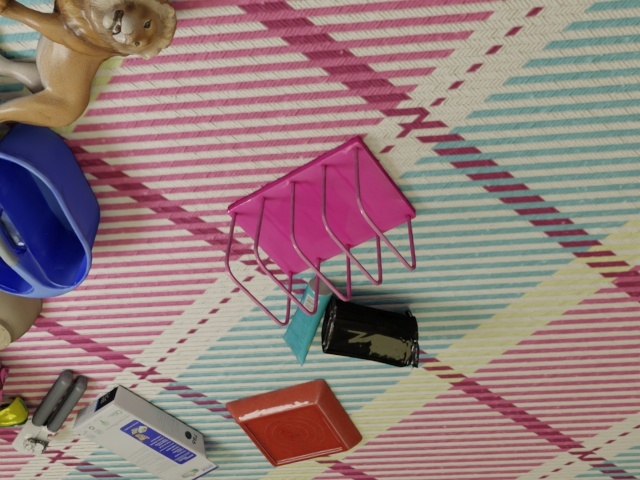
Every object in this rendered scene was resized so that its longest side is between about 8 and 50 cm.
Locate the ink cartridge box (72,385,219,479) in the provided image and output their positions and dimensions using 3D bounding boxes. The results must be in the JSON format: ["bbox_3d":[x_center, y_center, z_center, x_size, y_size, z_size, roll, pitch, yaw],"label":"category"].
[{"bbox_3d":[-0.415,0.483,1.947,0.165,0.065,0.332,-33,121,27],"label":"ink cartridge box"}]

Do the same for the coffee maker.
[{"bbox_3d":[0.097,0.182,1.595,0.178,0.120,0.171,11,175,-8],"label":"coffee maker"}]

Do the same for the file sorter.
[{"bbox_3d":[0.000,0.000,1.422,0.290,0.182,0.202,-26,126,23],"label":"file sorter"}]

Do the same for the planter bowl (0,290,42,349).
[{"bbox_3d":[-0.664,0.154,1.632,0.162,0.109,0.162,1,131,1],"label":"planter bowl"}]

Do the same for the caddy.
[{"bbox_3d":[-0.535,-0.044,1.406,0.241,0.179,0.341,-8,131,11],"label":"caddy"}]

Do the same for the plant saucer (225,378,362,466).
[{"bbox_3d":[-0.061,0.452,1.918,0.259,0.048,0.258,-17,129,16],"label":"plant saucer"}]

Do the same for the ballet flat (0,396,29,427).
[{"bbox_3d":[-0.806,0.410,1.900,0.230,0.077,0.077,-9,110,6],"label":"ballet flat"}]

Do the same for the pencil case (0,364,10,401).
[{"bbox_3d":[-0.744,0.364,1.755,0.098,0.209,0.095,16,139,-29],"label":"pencil case"}]

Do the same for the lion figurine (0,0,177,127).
[{"bbox_3d":[-0.394,-0.280,1.241,0.240,0.142,0.392,20,144,-25],"label":"lion figurine"}]

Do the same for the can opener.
[{"bbox_3d":[-0.637,0.404,1.879,0.074,0.093,0.280,27,119,-23],"label":"can opener"}]

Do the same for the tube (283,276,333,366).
[{"bbox_3d":[-0.030,0.166,1.651,0.052,0.080,0.207,-7,137,-33],"label":"tube"}]
